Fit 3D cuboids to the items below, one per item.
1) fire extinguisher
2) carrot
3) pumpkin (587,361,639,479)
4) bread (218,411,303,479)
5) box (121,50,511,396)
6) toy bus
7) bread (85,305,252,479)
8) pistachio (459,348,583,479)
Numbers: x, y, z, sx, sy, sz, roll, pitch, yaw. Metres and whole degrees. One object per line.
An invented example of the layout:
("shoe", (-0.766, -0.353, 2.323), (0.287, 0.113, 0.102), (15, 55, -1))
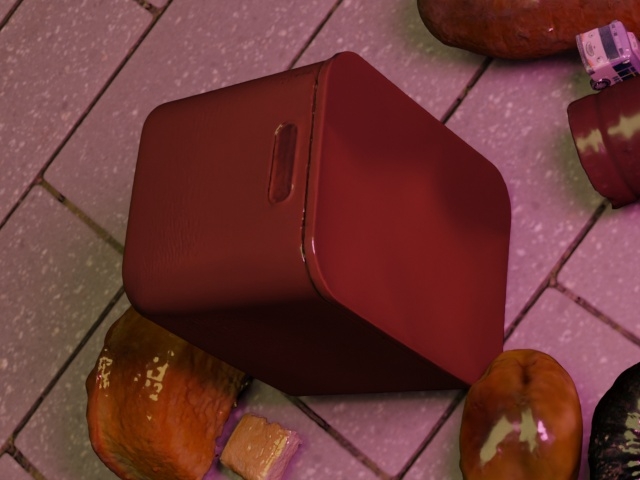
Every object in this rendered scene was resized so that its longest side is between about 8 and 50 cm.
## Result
("fire extinguisher", (0.405, -0.130, 1.703), (0.337, 0.114, 0.135), (-23, 61, 23))
("carrot", (0.244, -0.250, 1.849), (0.302, 0.139, 0.138), (-3, 67, 29))
("pumpkin", (0.326, 0.191, 1.576), (0.212, 0.152, 0.211), (-13, 50, 16))
("bread", (-0.063, 0.216, 1.889), (0.083, 0.035, 0.070), (19, 79, 44))
("box", (0.000, 0.000, 1.761), (0.229, 0.339, 0.239), (-8, 64, 32))
("toy bus", (0.292, -0.168, 1.801), (0.058, 0.102, 0.052), (-23, 58, 19))
("bread", (-0.158, 0.139, 1.919), (0.143, 0.139, 0.229), (10, 72, 35))
("pistachio", (0.188, 0.185, 1.700), (0.110, 0.100, 0.189), (-3, 65, 36))
